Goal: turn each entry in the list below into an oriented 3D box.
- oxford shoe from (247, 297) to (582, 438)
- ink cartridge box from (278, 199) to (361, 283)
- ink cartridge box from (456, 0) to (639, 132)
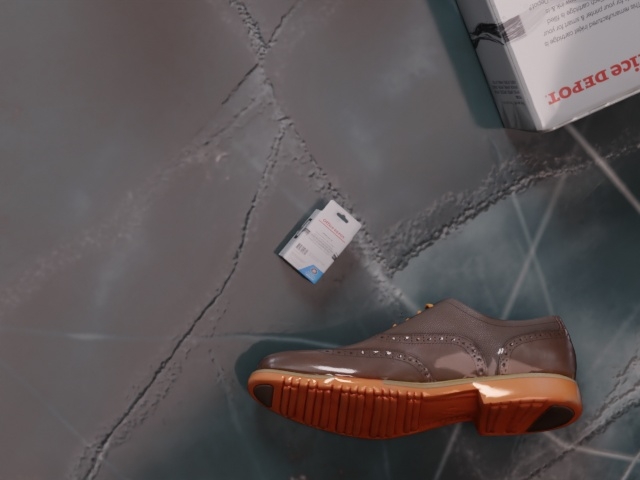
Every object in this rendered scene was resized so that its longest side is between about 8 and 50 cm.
[{"bbox_3d":[0.101,0.137,1.857,0.363,0.130,0.133,2,62,-6],"label":"oxford shoe"},{"bbox_3d":[0.000,0.000,1.847,0.048,0.028,0.083,41,86,-13],"label":"ink cartridge box"},{"bbox_3d":[0.257,-0.276,1.835,0.197,0.114,0.273,-24,99,-11],"label":"ink cartridge box"}]
